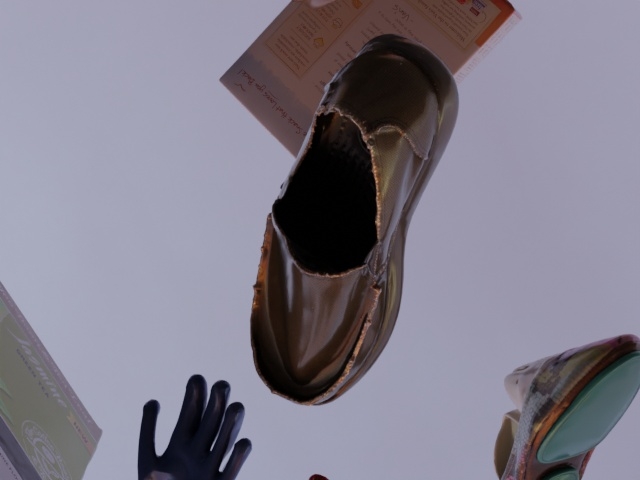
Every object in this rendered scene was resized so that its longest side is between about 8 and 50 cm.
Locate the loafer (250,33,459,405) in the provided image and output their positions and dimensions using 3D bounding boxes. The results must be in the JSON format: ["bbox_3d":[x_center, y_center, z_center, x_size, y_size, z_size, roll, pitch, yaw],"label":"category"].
[{"bbox_3d":[0.000,0.000,0.846,0.094,0.251,0.087,30,-144,23],"label":"loafer"}]

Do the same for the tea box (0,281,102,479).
[{"bbox_3d":[-0.365,0.179,1.047,0.329,0.323,0.220,-32,-81,5],"label":"tea box"}]

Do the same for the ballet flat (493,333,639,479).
[{"bbox_3d":[0.154,0.135,1.010,0.077,0.221,0.079,-10,-138,-28],"label":"ballet flat"}]

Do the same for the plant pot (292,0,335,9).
[{"bbox_3d":[0.021,-0.261,1.182,0.237,0.237,0.110,-31,-79,-11],"label":"plant pot"}]

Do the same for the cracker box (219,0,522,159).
[{"bbox_3d":[0.045,-0.172,1.322,0.232,0.067,0.156,-45,-99,10],"label":"cracker box"}]

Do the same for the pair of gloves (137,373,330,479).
[{"bbox_3d":[-0.056,0.182,0.921,0.198,0.023,0.159,38,-66,31],"label":"pair of gloves"}]
